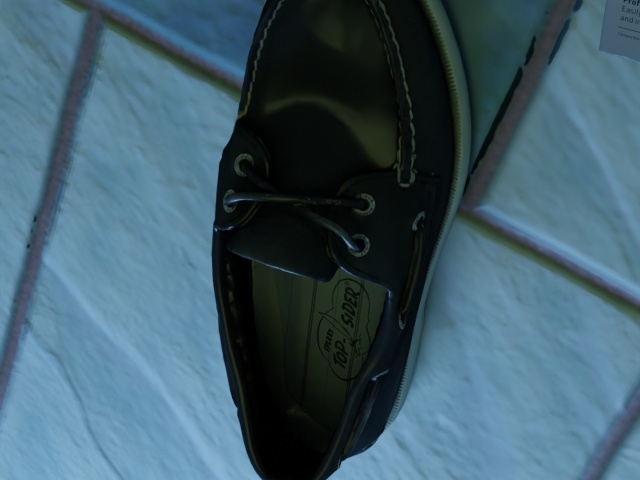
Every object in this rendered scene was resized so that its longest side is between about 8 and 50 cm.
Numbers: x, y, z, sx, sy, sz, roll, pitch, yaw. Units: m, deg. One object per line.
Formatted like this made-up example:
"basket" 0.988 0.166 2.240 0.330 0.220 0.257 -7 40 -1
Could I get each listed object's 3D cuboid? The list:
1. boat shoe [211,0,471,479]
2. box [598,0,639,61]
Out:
"boat shoe" -0.004 -0.001 0.938 0.127 0.113 0.340 21 129 16
"box" 0.209 -0.153 0.767 0.145 0.038 0.186 17 127 17
